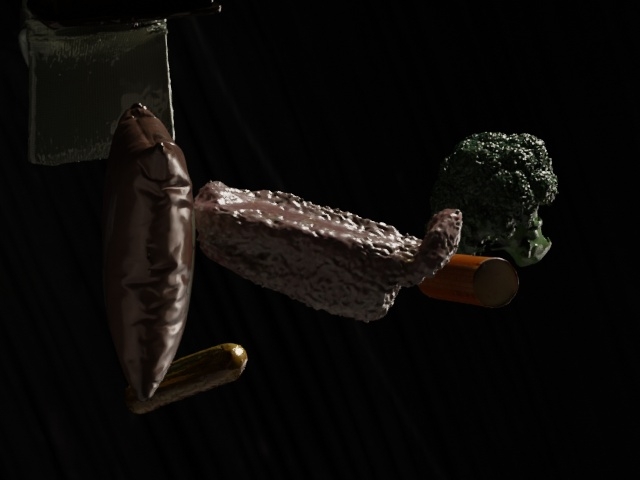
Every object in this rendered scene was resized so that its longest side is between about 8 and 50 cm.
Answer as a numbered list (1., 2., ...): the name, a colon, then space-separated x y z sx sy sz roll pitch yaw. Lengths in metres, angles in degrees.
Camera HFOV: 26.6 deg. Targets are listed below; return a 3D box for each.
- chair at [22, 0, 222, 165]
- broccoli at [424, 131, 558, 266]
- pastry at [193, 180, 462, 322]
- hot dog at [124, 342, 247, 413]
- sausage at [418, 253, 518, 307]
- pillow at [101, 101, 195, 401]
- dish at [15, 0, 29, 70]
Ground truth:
1. chair: -0.192 -0.207 1.232 0.160 0.319 0.186 -10 21 -25
2. broccoli: 0.314 -0.063 2.437 0.270 0.270 0.270 -28 31 18
3. pastry: 0.002 0.013 1.331 0.265 0.112 0.103 8 24 10
4. hot dog: -0.184 0.192 1.886 0.216 0.047 0.066 -24 43 31
5. sausage: 0.197 0.054 1.941 0.071 0.071 0.234 -25 10 -18
6. pillow: -0.154 0.002 1.215 0.084 0.236 0.223 -2 18 -8
7. dish: -0.298 -0.230 1.568 0.078 0.246 0.224 -40 -15 -29
